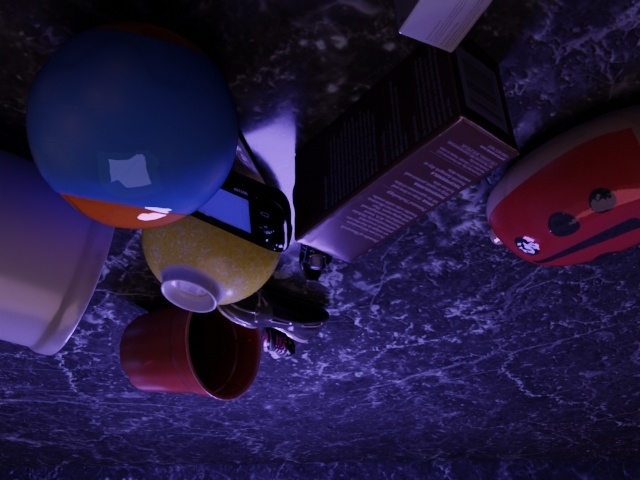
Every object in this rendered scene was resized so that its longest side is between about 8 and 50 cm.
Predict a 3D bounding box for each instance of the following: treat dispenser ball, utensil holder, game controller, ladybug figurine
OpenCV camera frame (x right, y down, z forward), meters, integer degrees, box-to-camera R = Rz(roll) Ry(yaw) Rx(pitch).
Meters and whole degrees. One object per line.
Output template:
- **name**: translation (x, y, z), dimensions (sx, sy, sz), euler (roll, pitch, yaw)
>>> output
- **treat dispenser ball**: translation (-0.260, -0.160, 0.945), dimensions (0.288, 0.288, 0.288), euler (-1, 147, -1)
- **utensil holder**: translation (-0.596, -0.013, 1.141), dimensions (0.385, 0.328, 0.327), euler (24, 140, -30)
- **game controller**: translation (-0.192, -0.082, 1.155), dimensions (0.319, 0.067, 0.166), euler (23, 158, 12)
- **ladybug figurine**: translation (0.506, -0.077, 1.219), dimensions (0.305, 0.162, 0.449), euler (23, 140, -33)

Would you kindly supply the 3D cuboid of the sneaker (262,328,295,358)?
- **sneaker**: translation (-0.113, 0.285, 1.857), dimensions (0.074, 0.063, 0.170), euler (-8, 152, 10)

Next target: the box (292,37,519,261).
- **box**: translation (0.118, -0.137, 1.085), dimensions (0.143, 0.191, 0.381), euler (24, 140, -33)

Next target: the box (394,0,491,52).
- **box**: translation (0.157, -0.326, 0.873), dimensions (0.087, 0.101, 0.102), euler (13, 143, -21)

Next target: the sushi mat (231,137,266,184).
- **sushi mat**: translation (-0.186, -0.115, 1.269), dimensions (0.151, 0.019, 0.317), euler (-10, 146, 12)

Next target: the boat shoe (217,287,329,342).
- **boat shoe**: translation (-0.112, 0.163, 1.639), dimensions (0.095, 0.112, 0.335), euler (-41, 139, 22)

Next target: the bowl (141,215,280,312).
- **bowl**: translation (-0.238, 0.048, 1.335), dimensions (0.289, 0.156, 0.289), euler (11, 144, 8)

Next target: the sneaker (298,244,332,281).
- **sneaker**: translation (0.000, 0.000, 1.387), dimensions (0.081, 0.091, 0.232), euler (2, 148, -6)

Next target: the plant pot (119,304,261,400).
- **plant pot**: translation (-0.334, 0.265, 1.659), dimensions (0.265, 0.273, 0.272), euler (-12, 147, 31)
